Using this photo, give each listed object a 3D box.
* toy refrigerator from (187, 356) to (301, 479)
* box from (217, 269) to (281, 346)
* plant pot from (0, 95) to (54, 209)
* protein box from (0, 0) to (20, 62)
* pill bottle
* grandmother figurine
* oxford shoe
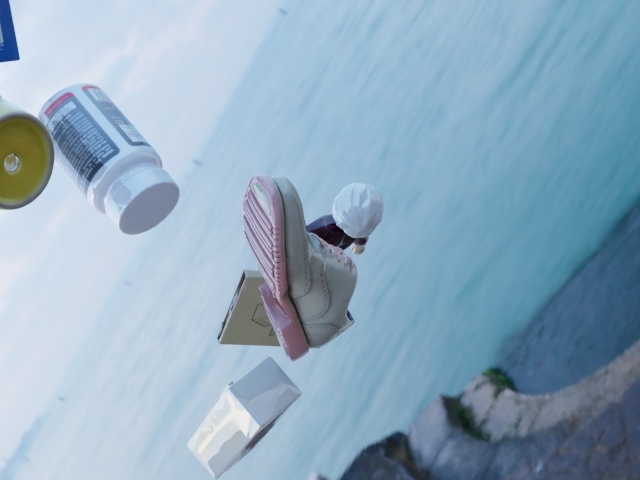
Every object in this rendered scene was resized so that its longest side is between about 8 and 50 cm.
[{"bbox_3d":[-0.139,0.307,1.680,0.102,0.094,0.269,-35,-12,-36],"label":"toy refrigerator"},{"bbox_3d":[-0.066,0.124,1.722,0.164,0.201,0.021,-66,31,33],"label":"box"},{"bbox_3d":[-0.588,-0.151,1.635,0.254,0.239,0.254,-27,-56,-49],"label":"plant pot"},{"bbox_3d":[-0.700,-0.446,1.874,0.136,0.199,0.201,-131,34,-61],"label":"protein box"},{"bbox_3d":[-0.404,-0.153,1.849,0.161,0.283,0.161,-35,-23,-17],"label":"pill bottle"},{"bbox_3d":[0.000,0.000,1.756,0.207,0.104,0.342,-16,-16,-38],"label":"grandmother figurine"},{"bbox_3d":[-0.025,0.027,1.487,0.397,0.146,0.141,83,163,-54],"label":"oxford shoe"}]
